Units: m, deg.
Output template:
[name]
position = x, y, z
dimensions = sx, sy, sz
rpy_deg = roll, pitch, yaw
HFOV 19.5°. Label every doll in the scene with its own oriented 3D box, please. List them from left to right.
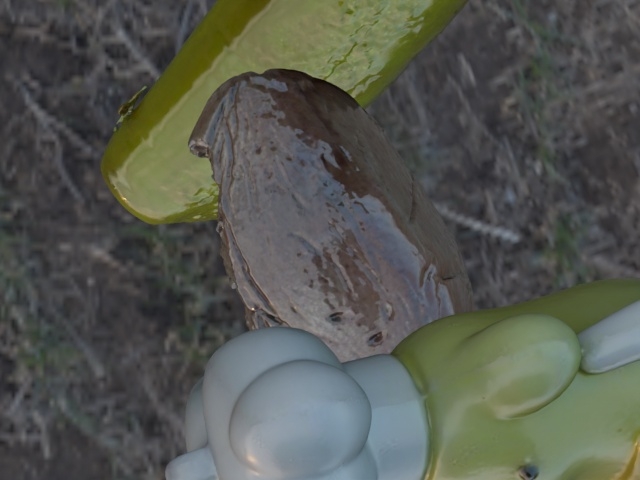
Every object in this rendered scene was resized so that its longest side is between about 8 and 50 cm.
[doll]
position = 0.037, 0.049, 0.502
dimensions = 0.162, 0.062, 0.106
rpy_deg = -8, 156, -17

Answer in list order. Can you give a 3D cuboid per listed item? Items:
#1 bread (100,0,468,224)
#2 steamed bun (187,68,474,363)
[bread]
position = 0.007, -0.140, 1.192
dimensions = 0.112, 0.166, 0.383
rpy_deg = 48, 122, 6
[steamed bun]
position = 0.000, 0.000, 0.909
dimensions = 0.106, 0.145, 0.175
rpy_deg = -30, 91, 10
